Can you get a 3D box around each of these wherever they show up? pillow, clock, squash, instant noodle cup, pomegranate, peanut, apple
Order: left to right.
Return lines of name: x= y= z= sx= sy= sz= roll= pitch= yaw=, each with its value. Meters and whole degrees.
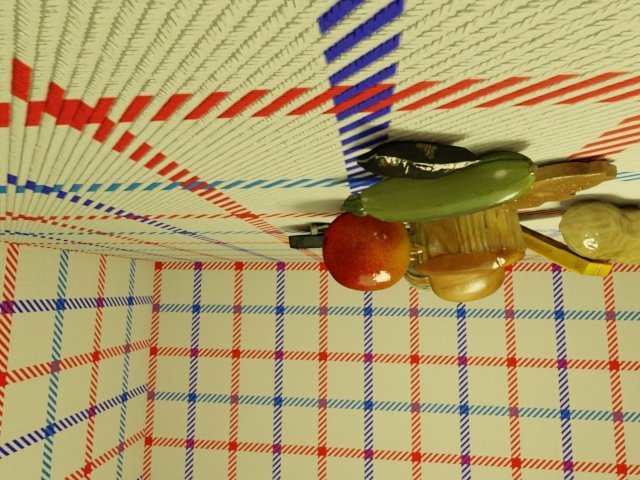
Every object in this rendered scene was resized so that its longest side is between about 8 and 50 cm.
clock: x=0.000 y=0.000 z=1.340 sx=0.214 sy=0.042 sz=0.215 roll=-2 pitch=-177 yaw=0
pomegranate: x=0.131 y=0.020 z=0.988 sx=0.256 sy=0.221 sz=0.221 roll=-6 pitch=175 yaw=-12
pillow: x=0.129 y=-0.108 z=0.550 sx=0.150 sy=0.048 sz=0.090 roll=0 pitch=171 yaw=-13
instant noodle cup: x=0.407 y=0.086 z=1.580 sx=0.213 sy=0.213 sz=0.174 roll=-2 pitch=165 yaw=23
squash: x=0.177 y=-0.076 z=0.666 sx=0.340 sy=0.095 sz=0.094 roll=-9 pitch=169 yaw=41
apple: x=0.481 y=0.087 z=1.359 sx=0.241 sy=0.242 sz=0.242 roll=-20 pitch=167 yaw=18
peanut: x=0.665 y=-0.020 z=0.913 sx=0.313 sy=0.149 sz=0.149 roll=8 pitch=171 yaw=-20

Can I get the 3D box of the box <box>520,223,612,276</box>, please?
box: x=0.582 y=0.014 z=1.042 sx=0.152 sy=0.044 sz=0.269 roll=5 pitch=-157 yaw=-36

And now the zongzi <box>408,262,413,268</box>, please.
zongzi: x=0.229 y=0.016 z=1.396 sx=0.289 sy=0.123 sz=0.260 roll=14 pitch=179 yaw=3

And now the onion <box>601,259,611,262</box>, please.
onion: x=0.826 y=-0.009 z=1.172 sx=0.150 sy=0.140 sz=0.150 roll=-23 pitch=144 yaw=-18

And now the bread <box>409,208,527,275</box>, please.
bread: x=0.368 y=0.013 z=1.036 sx=0.288 sy=0.156 sz=0.204 roll=-14 pitch=168 yaw=43

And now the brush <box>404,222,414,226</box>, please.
brush: x=0.387 y=-0.043 z=1.224 sx=0.272 sy=0.014 sz=0.103 roll=5 pitch=173 yaw=-31

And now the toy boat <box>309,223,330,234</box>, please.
toy boat: x=0.028 y=-0.040 z=1.247 sx=0.122 sy=0.034 sz=0.096 roll=-8 pitch=177 yaw=-5

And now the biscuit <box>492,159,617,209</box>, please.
biscuit: x=0.382 y=-0.095 z=0.699 sx=0.165 sy=0.036 sz=0.225 roll=1 pitch=170 yaw=-6
